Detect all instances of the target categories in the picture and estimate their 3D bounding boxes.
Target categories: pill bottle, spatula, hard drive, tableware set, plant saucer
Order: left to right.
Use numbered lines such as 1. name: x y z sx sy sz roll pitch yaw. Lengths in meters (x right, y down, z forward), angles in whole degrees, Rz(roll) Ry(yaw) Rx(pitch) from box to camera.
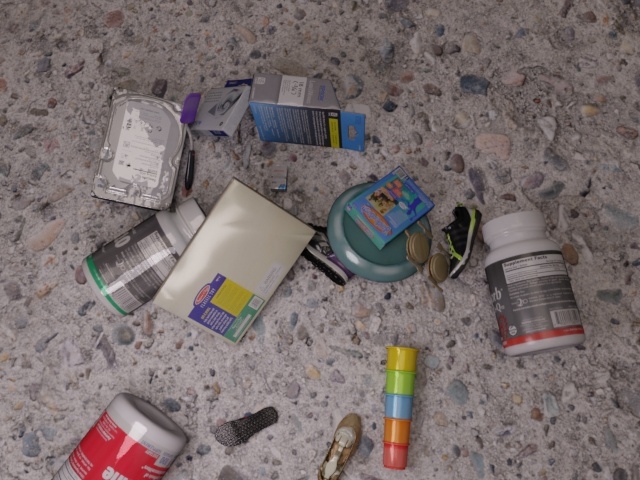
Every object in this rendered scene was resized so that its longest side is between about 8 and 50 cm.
1. pill bottle: -0.555 0.622 1.574 0.229 0.229 0.408 34 80 12
2. hard drive: -0.539 -0.270 1.842 0.236 0.064 0.339 13 85 -16
3. pill bottle: -0.471 0.043 1.745 0.361 0.204 0.204 -33 75 -6
4. spatula: -0.398 -0.298 1.854 0.030 0.084 0.297 9 105 20
5. plant saucer: 0.178 -0.035 1.763 0.317 0.044 0.318 4 68 -10
6. tableware set: 0.297 0.051 1.723 0.039 0.194 0.128 -8 50 44
7. pill bottle: 0.563 0.118 1.650 0.210 0.210 0.363 -10 73 1

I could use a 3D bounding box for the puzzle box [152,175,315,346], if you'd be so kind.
1. puzzle box: -0.238 0.064 1.674 0.272 0.052 0.409 33 97 -20

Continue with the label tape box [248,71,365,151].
1. label tape box: -0.027 -0.378 1.815 0.333 0.241 0.106 7 73 5

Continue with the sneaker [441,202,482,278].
1. sneaker: 0.391 0.000 1.764 0.097 0.084 0.235 20 66 6

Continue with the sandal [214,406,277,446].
1. sandal: -0.204 0.515 1.683 0.179 0.040 0.067 -20 79 -17

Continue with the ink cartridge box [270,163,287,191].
1. ink cartridge box: -0.127 -0.193 1.878 0.048 0.028 0.083 2 75 4

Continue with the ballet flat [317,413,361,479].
1. ballet flat: 0.054 0.564 1.632 0.073 0.067 0.206 21 76 10

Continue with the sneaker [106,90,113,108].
1. sneaker: -0.554 -0.402 1.919 0.262 0.121 0.099 12 75 7

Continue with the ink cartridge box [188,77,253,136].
1. ink cartridge box: -0.294 -0.422 1.882 0.223 0.045 0.224 11 69 49

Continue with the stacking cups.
1. stacking cups: 0.204 0.448 1.644 0.096 0.096 0.316 7 76 6

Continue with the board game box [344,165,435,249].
1. board game box: 0.198 -0.095 1.742 0.210 0.047 0.160 -36 79 -22

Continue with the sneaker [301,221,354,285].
1. sneaker: 0.000 0.000 1.790 0.283 0.107 0.124 41 71 6
